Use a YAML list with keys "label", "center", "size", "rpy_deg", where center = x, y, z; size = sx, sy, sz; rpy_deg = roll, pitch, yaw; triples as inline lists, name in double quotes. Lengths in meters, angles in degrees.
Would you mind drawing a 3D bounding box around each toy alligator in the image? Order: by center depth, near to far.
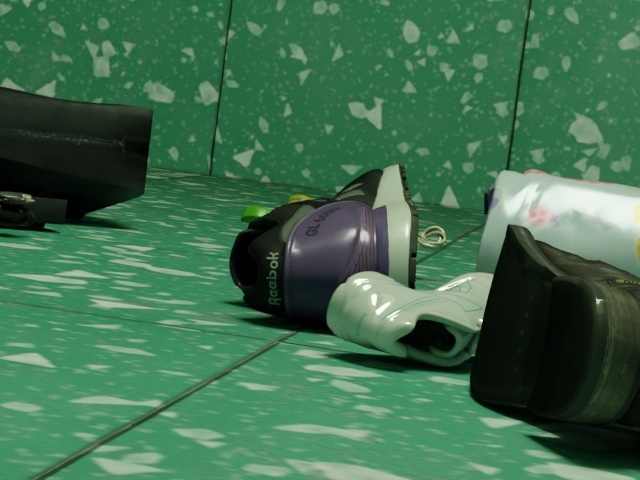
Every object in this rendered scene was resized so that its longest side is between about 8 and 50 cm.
- label: "toy alligator"
  center: [0.022, 0.001, 1.669]
  size: [0.190, 0.056, 0.051]
  rpy_deg: [8, -36, 13]

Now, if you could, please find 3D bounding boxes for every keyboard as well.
- label: "keyboard"
  center: [-0.366, -0.033, 1.578]
  size: [0.317, 0.033, 0.201]
  rpy_deg: [4, -1, -32]

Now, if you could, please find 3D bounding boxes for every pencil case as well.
- label: "pencil case"
  center: [0.231, 0.030, 1.191]
  size: [0.273, 0.113, 0.124]
  rpy_deg: [7, -38, 14]

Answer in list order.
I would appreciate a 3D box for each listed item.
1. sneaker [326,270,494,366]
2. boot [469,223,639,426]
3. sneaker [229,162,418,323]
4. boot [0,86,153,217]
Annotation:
- label: "sneaker"
  center: [0.076, 0.053, 1.095]
  size: [0.152, 0.053, 0.061]
  rpy_deg: [0, 23, -40]
- label: "boot"
  center: [0.207, 0.068, 0.939]
  size: [0.229, 0.091, 0.263]
  rpy_deg: [12, 7, -11]
- label: "sneaker"
  center: [0.000, 0.000, 1.295]
  size: [0.124, 0.107, 0.283]
  rpy_deg: [1, 4, 0]
- label: "boot"
  center: [-0.434, -0.116, 1.792]
  size: [0.445, 0.146, 0.367]
  rpy_deg: [3, 8, -36]
